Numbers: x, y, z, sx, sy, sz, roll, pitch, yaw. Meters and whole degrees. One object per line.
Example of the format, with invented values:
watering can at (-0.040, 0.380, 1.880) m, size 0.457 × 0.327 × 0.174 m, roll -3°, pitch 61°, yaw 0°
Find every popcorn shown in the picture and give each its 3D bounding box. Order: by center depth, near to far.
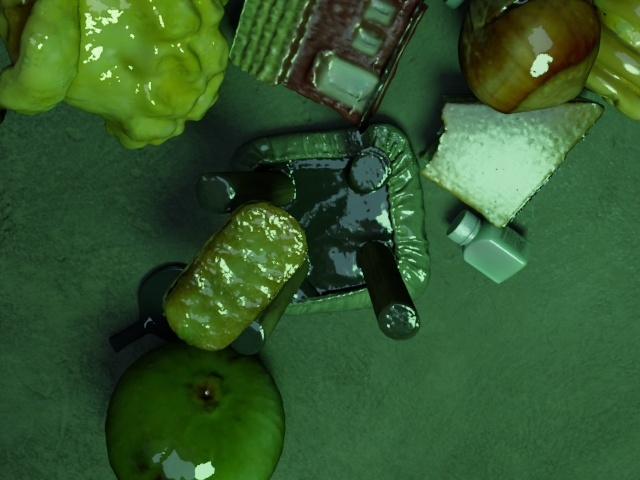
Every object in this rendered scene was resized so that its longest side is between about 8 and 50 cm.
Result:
popcorn at (-0.292, -0.264, 0.844) m, size 0.349 × 0.382 × 0.349 m, roll 28°, pitch 148°, yaw 20°

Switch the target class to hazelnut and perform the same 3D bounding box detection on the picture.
hazelnut at (0.266, -0.254, 0.824) m, size 0.182 × 0.182 × 0.182 m, roll 3°, pitch 109°, yaw 8°

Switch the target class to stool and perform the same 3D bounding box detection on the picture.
stool at (0.000, 0.000, 0.976) m, size 0.310 × 0.226 × 0.310 m, roll -7°, pitch 107°, yaw 13°

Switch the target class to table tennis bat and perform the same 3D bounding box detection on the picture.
table tennis bat at (-0.283, 0.135, 1.171) m, size 0.236 × 0.027 × 0.150 m, roll -30°, pitch 102°, yaw 16°

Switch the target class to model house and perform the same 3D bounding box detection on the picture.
model house at (-0.003, -0.295, 0.910) m, size 0.254 × 0.160 × 0.196 m, roll 28°, pitch 111°, yaw 7°

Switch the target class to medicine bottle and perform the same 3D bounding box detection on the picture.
medicine bottle at (0.257, 0.005, 1.015) m, size 0.118 × 0.055 × 0.074 m, roll 34°, pitch 144°, yaw -4°

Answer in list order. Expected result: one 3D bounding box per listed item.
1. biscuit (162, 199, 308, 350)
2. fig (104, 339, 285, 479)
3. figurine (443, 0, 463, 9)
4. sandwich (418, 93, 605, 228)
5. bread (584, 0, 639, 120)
biscuit at (-0.118, 0.050, 0.880) m, size 0.118 × 0.029 × 0.247 m, roll 39°, pitch 110°, yaw -11°
fig at (-0.210, 0.333, 1.100) m, size 0.316 × 0.316 × 0.316 m, roll 3°, pitch 109°, yaw 8°
figurine at (0.113, -0.412, 0.847) m, size 0.236 × 0.176 × 0.133 m, roll 34°, pitch 126°, yaw -8°
sandwich at (0.257, -0.158, 0.941) m, size 0.186 × 0.108 × 0.220 m, roll 35°, pitch 112°, yaw -5°
bread at (0.459, -0.321, 0.848) m, size 0.172 × 0.121 × 0.311 m, roll 32°, pitch 111°, yaw 0°
